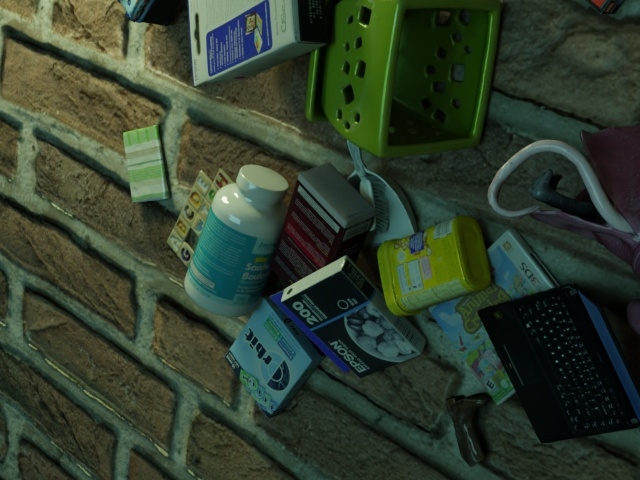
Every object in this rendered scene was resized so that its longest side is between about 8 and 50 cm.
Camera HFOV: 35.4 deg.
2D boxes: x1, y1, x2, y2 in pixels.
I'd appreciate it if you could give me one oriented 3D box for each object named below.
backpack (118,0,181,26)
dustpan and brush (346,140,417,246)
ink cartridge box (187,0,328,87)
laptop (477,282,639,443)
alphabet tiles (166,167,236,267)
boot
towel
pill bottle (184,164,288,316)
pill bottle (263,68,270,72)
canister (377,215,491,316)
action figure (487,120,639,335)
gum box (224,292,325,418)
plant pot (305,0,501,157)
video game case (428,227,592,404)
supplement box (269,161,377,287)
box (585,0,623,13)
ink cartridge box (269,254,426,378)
[{"bbox_3d":[-0.331,-0.517,1.906,0.158,0.117,0.173,-45,66,38],"label":"backpack"},{"bbox_3d":[0.078,-0.090,1.660,0.147,0.060,0.211,-3,97,42],"label":"dustpan and brush"},{"bbox_3d":[-0.110,-0.356,1.577,0.371,0.069,0.176,-5,88,58],"label":"ink cartridge box"},{"bbox_3d":[0.345,0.194,1.397,0.264,0.136,0.234,-21,97,42],"label":"laptop"},{"bbox_3d":[-0.206,-0.015,1.973,0.198,0.009,0.237,48,127,25],"label":"alphabet tiles"},{"bbox_3d":[0.248,0.304,1.602,0.106,0.037,0.114,-23,80,64],"label":"boot"},{"bbox_3d":[-0.358,-0.157,2.075,0.113,0.023,0.152,-4,94,41],"label":"towel"},{"bbox_3d":[-0.144,-0.002,1.821,0.146,0.146,0.264,39,121,30],"label":"pill bottle"},{"bbox_3d":[-0.099,-0.390,1.723,0.112,0.112,0.187,38,122,31],"label":"pill bottle"},{"bbox_3d":[0.177,0.040,1.571,0.170,0.073,0.126,-23,72,47],"label":"canister"},{"bbox_3d":[0.434,0.003,1.232,0.248,0.276,0.370,-52,51,30],"label":"action figure"},{"bbox_3d":[-0.090,0.219,1.895,0.157,0.041,0.184,51,129,22],"label":"gum box"},{"bbox_3d":[0.109,-0.261,1.493,0.207,0.228,0.227,25,115,45],"label":"plant pot"},{"bbox_3d":[0.285,0.119,1.544,0.193,0.023,0.212,55,130,19],"label":"video game case"},{"bbox_3d":[0.000,0.000,1.708,0.130,0.073,0.239,48,141,24],"label":"supplement box"},{"bbox_3d":[0.351,-0.438,1.348,0.233,0.044,0.159,49,127,24],"label":"box"},{"bbox_3d":[0.037,0.142,1.697,0.206,0.045,0.208,46,135,-16],"label":"ink cartridge box"}]
